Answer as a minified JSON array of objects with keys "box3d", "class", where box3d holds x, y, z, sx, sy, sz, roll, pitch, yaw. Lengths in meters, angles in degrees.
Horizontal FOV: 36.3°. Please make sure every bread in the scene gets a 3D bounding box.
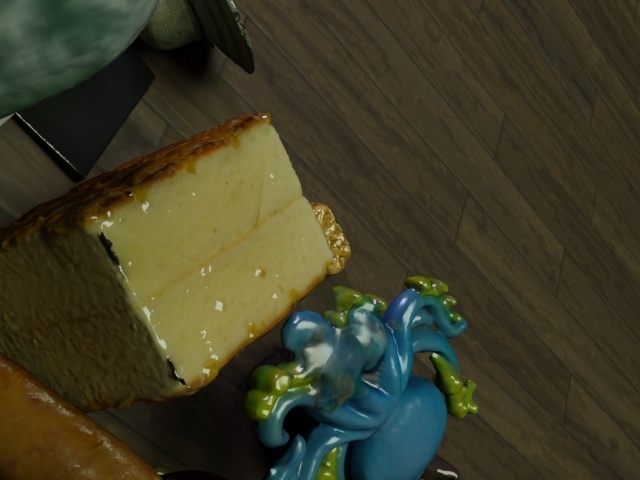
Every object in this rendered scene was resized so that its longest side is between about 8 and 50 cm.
[{"box3d":[-0.179,0.027,1.004,0.279,0.279,0.207,-41,109,-50],"class":"bread"},{"box3d":[0.000,0.000,1.394,0.110,0.044,0.083,60,44,-23],"class":"bread"}]

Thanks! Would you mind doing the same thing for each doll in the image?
[{"box3d":[0.041,0.187,1.083,0.346,0.099,0.341,-54,131,-24],"class":"doll"}]

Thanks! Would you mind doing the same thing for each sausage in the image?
[{"box3d":[-0.268,0.184,0.905,0.271,0.108,0.109,33,44,10],"class":"sausage"}]

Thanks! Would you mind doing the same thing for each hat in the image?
[{"box3d":[-0.185,-0.292,1.197,0.110,0.252,0.252,-29,106,-6],"class":"hat"}]

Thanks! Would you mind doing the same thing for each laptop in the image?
[{"box3d":[-0.280,-0.179,1.141,0.135,0.016,0.197,49,45,-27],"class":"laptop"}]

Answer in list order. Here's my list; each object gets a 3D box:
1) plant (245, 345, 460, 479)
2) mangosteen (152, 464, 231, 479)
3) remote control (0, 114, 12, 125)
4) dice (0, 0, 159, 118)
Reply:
[{"box3d":[0.038,0.276,1.272,0.182,0.194,0.320,-35,102,-36],"class":"plant"},{"box3d":[-0.152,0.327,1.012,0.216,0.216,0.216,17,67,-46],"class":"mangosteen"},{"box3d":[-0.336,-0.199,1.048,0.103,0.034,0.250,52,46,-18],"class":"remote control"},{"box3d":[-0.334,-0.308,0.775,0.327,0.331,0.348,77,-10,-47],"class":"dice"}]
